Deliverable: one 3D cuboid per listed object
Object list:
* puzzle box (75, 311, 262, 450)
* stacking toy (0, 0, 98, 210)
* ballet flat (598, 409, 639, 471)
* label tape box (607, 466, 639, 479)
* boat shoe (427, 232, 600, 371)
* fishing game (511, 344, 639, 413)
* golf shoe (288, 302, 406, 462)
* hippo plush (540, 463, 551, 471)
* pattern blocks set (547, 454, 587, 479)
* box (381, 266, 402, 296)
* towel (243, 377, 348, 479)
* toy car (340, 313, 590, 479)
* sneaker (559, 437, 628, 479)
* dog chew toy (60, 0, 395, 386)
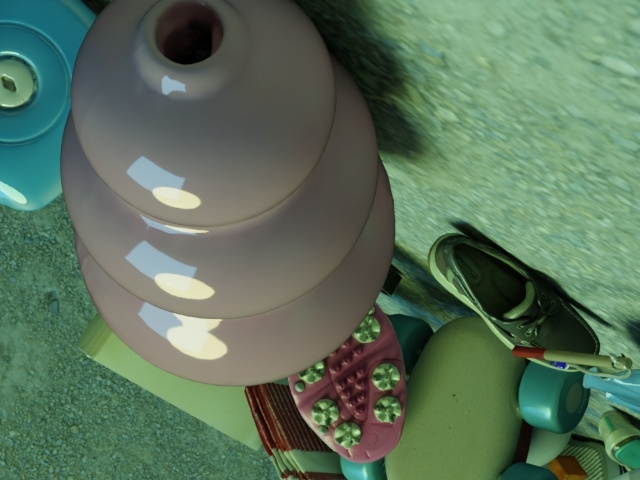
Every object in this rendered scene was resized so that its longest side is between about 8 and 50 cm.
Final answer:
[{"bbox_3d":[-0.141,0.126,1.667,0.052,0.272,0.409,26,169,40],"label":"puzzle box"},{"bbox_3d":[-0.256,-0.153,0.988,0.175,0.166,0.302,45,-176,-17],"label":"stacking toy"},{"bbox_3d":[0.347,0.228,1.228,0.168,0.057,0.052,45,-166,-43],"label":"ballet flat"},{"bbox_3d":[0.342,0.270,0.936,0.249,0.115,0.347,29,132,-31],"label":"label tape box"},{"bbox_3d":[0.147,0.049,0.855,0.152,0.056,0.049,33,177,-3],"label":"boat shoe"},{"bbox_3d":[0.277,0.118,0.806,0.264,0.041,0.189,24,171,-18],"label":"fishing game"},{"bbox_3d":[-0.003,0.065,1.110,0.140,0.115,0.306,-129,17,-84],"label":"golf shoe"},{"bbox_3d":[0.190,0.359,1.469,0.294,0.236,0.234,32,-148,-9],"label":"hippo plush"},{"bbox_3d":[0.190,0.221,1.394,0.285,0.026,0.325,33,-164,20],"label":"pattern blocks set"},{"bbox_3d":[0.000,0.000,1.232,0.162,0.029,0.116,22,165,49],"label":"box"},{"bbox_3d":[-0.021,0.138,1.285,0.237,0.037,0.329,16,-140,-51],"label":"towel"},{"bbox_3d":[0.186,0.198,1.174,0.219,0.210,0.238,11,172,40],"label":"toy car"},{"bbox_3d":[0.372,0.343,1.525,0.127,0.126,0.321,38,-177,-1],"label":"sneaker"},{"bbox_3d":[-0.056,-0.036,0.657,0.206,0.207,0.332,31,165,11],"label":"dog chew toy"}]
